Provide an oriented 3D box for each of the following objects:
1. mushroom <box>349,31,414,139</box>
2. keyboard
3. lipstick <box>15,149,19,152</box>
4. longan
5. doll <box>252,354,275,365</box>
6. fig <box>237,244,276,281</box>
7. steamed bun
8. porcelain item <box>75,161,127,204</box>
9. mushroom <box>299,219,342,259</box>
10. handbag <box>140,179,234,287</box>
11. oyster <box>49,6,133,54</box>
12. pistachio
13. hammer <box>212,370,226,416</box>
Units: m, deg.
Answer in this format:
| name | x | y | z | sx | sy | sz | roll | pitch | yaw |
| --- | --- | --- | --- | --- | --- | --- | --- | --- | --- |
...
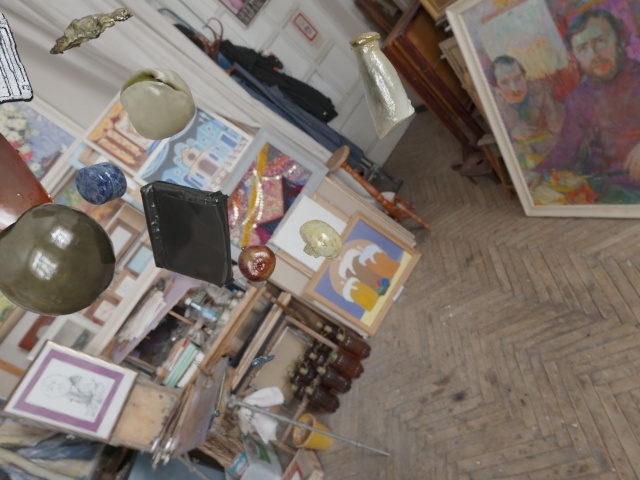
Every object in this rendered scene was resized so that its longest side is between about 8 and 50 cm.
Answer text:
| name | x | y | z | sx | sy | sz | roll | pitch | yaw |
| --- | --- | --- | --- | --- | --- | --- | --- | --- | --- |
| mushroom | 0.238 | -0.600 | 1.577 | 0.154 | 0.406 | 0.138 | -1 | 30 | 47 |
| keyboard | -0.869 | -0.495 | 1.092 | 0.106 | 0.262 | 0.016 | -20 | 2 | -30 |
| lipstick | -1.037 | -0.291 | 1.318 | 0.030 | 0.030 | 0.129 | -60 | -5 | 14 |
| longan | -0.561 | 0.037 | 0.856 | 0.248 | 0.248 | 0.248 | -41 | 26 | 25 |
| doll | -0.217 | 0.458 | 1.554 | 0.037 | 0.125 | 0.027 | -40 | 69 | 21 |
| fig | -0.322 | 0.105 | 2.025 | 0.205 | 0.205 | 0.205 | -41 | 26 | 25 |
| steamed bun | -0.884 | -0.105 | 1.032 | 0.248 | 0.379 | 0.235 | -37 | -3 | -45 |
| porcelain item | -0.811 | -0.209 | 1.495 | 0.147 | 0.147 | 0.114 | -39 | 6 | 28 |
| mushroom | 0.000 | 0.000 | 1.251 | 0.112 | 0.148 | 0.148 | -57 | 23 | 9 |
| handbag | -0.304 | -0.020 | 0.964 | 0.223 | 0.246 | 0.080 | 13 | 31 | 18 |
| oyster | -0.777 | -0.698 | 1.349 | 0.346 | 0.078 | 0.128 | -13 | 49 | 17 |
| pistachio | -0.518 | -0.440 | 1.299 | 0.332 | 0.226 | 0.207 | -7 | 66 | 59 |
| hammer | -0.393 | 0.608 | 1.609 | 0.017 | 0.062 | 0.181 | -7 | 46 | 10 |
